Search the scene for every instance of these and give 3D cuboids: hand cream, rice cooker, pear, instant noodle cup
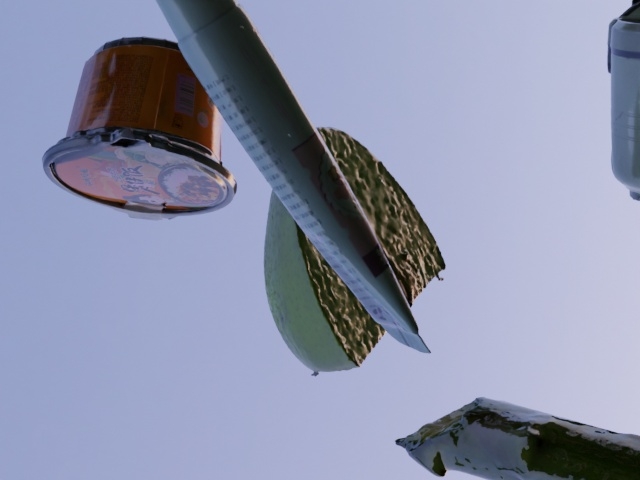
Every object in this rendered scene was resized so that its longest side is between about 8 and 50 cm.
[{"bbox_3d":[-0.020,-0.053,1.087,0.058,0.085,0.331,-33,-79,-14],"label":"hand cream"},{"bbox_3d":[0.431,-0.165,1.638,0.226,0.226,0.244,-9,-76,-39],"label":"rice cooker"},{"bbox_3d":[-0.002,-0.001,1.625,0.288,0.139,0.239,-43,-66,-56],"label":"pear"},{"bbox_3d":[-0.159,-0.110,1.355,0.178,0.208,0.125,11,-109,-16],"label":"instant noodle cup"}]

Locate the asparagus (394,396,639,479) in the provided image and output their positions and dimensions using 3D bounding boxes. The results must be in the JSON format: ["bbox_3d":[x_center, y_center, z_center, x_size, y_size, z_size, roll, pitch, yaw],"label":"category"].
[{"bbox_3d":[0.203,0.174,1.099,0.082,0.343,0.085,-32,-51,-45],"label":"asparagus"}]
